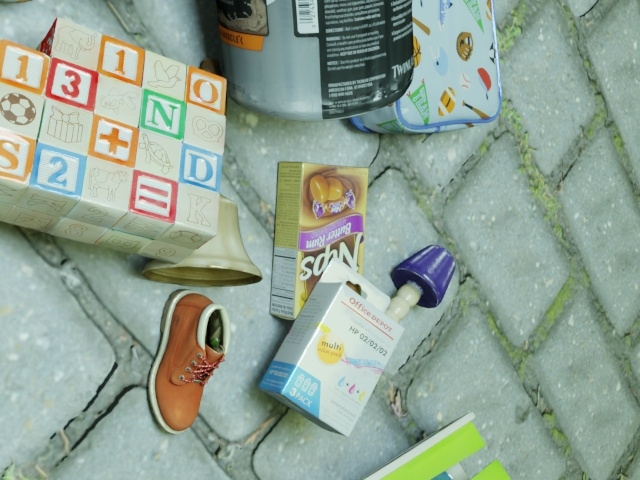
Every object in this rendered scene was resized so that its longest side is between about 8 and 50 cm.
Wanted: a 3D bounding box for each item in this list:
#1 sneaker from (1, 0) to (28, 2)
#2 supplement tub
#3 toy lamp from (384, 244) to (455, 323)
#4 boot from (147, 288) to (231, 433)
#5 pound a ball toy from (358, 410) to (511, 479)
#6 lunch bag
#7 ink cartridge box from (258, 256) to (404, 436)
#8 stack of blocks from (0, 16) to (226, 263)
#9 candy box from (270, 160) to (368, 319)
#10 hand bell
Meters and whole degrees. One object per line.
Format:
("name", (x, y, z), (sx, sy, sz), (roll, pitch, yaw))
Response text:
("sneaker", (-0.271, -0.353, 0.702), (0.131, 0.112, 0.296), (-6, 105, -55))
("supplement tub", (-0.010, -0.307, 0.857), (0.207, 0.207, 0.337), (-26, 124, -36))
("toy lamp", (0.083, 0.111, 1.103), (0.274, 0.080, 0.080), (-49, 122, -26))
("boot", (-0.137, 0.135, 0.913), (0.059, 0.085, 0.157), (5, 92, -42))
("pound a ball toy", (0.121, 0.390, 1.100), (0.319, 0.135, 0.208), (-22, 72, -37))
("lunch bag", (0.130, -0.275, 1.088), (0.243, 0.115, 0.303), (-13, 101, -41))
("ink cartridge box", (0.023, 0.118, 0.984), (0.104, 0.062, 0.181), (37, 71, -23))
("stack of blocks", (-0.238, -0.101, 0.757), (0.297, 0.087, 0.171), (15, 62, -30))
("candy box", (0.000, 0.000, 1.039), (0.109, 0.053, 0.186), (0, 95, -41))
("hand bell", (-0.122, -0.078, 0.915), (0.126, 0.126, 0.241), (12, 73, -41))
